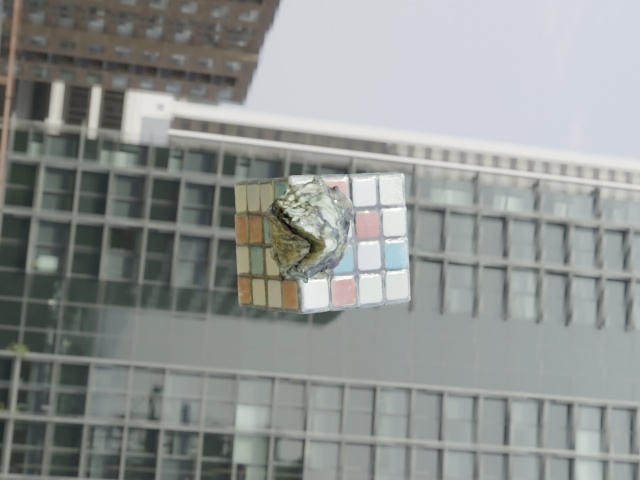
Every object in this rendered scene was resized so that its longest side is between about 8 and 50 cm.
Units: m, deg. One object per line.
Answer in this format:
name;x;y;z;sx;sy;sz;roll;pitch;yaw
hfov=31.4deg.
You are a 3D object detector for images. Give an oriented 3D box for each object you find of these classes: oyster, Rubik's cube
oyster;-0.013;-0.014;1.856;0.162;0.158;0.351;52;5;-6
Rubik's cube;-0.001;0.001;2.187;0.259;0.256;0.254;3;-84;59
